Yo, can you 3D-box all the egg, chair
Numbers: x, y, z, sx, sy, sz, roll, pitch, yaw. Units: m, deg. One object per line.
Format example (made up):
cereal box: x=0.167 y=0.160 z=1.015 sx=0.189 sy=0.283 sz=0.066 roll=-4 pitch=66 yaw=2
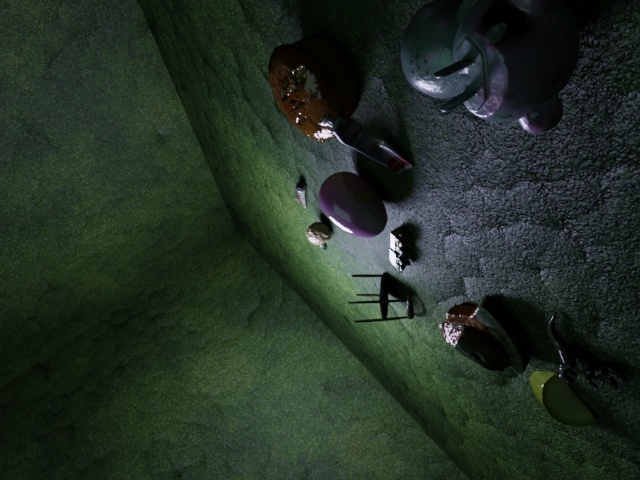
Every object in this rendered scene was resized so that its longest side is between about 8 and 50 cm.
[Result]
egg: x=-0.009 y=-0.034 z=2.015 sx=0.118 sy=0.116 sz=0.140 roll=40 pitch=-177 yaw=22
chair: x=0.274 y=0.256 z=1.801 sx=0.271 sy=0.167 sz=0.188 roll=-1 pitch=138 yaw=13
egg: x=0.116 y=-0.125 z=1.435 sx=0.271 sy=0.196 sz=0.196 roll=38 pitch=156 yaw=29

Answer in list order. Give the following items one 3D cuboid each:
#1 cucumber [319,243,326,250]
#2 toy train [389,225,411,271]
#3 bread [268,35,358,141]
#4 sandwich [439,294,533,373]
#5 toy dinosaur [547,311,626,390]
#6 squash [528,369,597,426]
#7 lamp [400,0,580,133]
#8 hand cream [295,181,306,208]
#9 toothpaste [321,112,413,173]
cucumber: x=0.000 y=0.000 z=2.177 sx=0.037 sy=0.037 sz=0.155 roll=24 pitch=146 yaw=56
toy train: x=0.290 y=0.031 z=1.497 sx=0.081 sy=0.060 sz=0.202 roll=46 pitch=159 yaw=39
bread: x=-0.021 y=-0.456 z=1.226 sx=0.312 sy=0.172 sz=0.312 roll=42 pitch=161 yaw=18
sandwich: x=0.497 y=0.309 z=1.333 sx=0.251 sy=0.162 sz=0.301 roll=61 pitch=158 yaw=-8
toy dinosaur: x=0.688 y=0.286 z=1.059 sx=0.187 sy=0.087 sz=0.179 roll=14 pitch=102 yaw=40
squash: x=0.716 y=0.506 z=1.272 sx=0.192 sy=0.085 sz=0.184 roll=52 pitch=161 yaw=8
lamp: x=0.260 y=-0.311 z=0.695 sx=0.301 sy=0.247 sz=0.247 roll=42 pitch=157 yaw=52
hand cream: x=-0.097 y=-0.224 z=2.011 sx=0.080 sy=0.050 sz=0.234 roll=45 pitch=166 yaw=12
toothpaste: x=0.135 y=-0.276 z=1.171 sx=0.300 sy=0.048 sz=0.075 roll=27 pitch=135 yaw=-20
